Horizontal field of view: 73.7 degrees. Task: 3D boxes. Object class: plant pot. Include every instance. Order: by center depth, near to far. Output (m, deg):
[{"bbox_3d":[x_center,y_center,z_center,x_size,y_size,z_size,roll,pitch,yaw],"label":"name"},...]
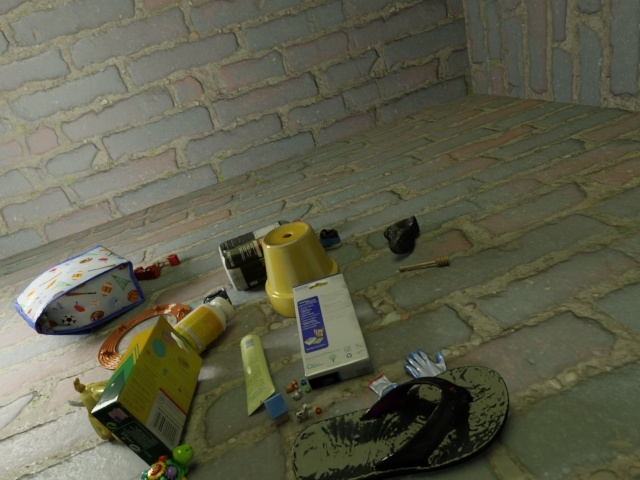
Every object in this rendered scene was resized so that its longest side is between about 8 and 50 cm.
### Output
[{"bbox_3d":[-0.073,0.079,1.384,0.253,0.239,0.254,-14,25,7],"label":"plant pot"}]

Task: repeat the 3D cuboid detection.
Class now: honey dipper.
[{"bbox_3d":[0.331,0.077,1.375,0.160,0.031,0.030,-13,26,19],"label":"honey dipper"}]

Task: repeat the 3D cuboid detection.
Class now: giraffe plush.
[{"bbox_3d":[-0.521,0.399,1.127,0.210,0.182,0.170,15,25,22],"label":"giraffe plush"}]

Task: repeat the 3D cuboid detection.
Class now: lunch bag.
[{"bbox_3d":[-0.958,0.215,1.686,0.327,0.239,0.385,12,31,43],"label":"lunch bag"}]

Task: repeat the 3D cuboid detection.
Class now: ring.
[{"bbox_3d":[-0.611,0.318,1.488,0.336,0.032,0.337,-14,26,7],"label":"ring"}]

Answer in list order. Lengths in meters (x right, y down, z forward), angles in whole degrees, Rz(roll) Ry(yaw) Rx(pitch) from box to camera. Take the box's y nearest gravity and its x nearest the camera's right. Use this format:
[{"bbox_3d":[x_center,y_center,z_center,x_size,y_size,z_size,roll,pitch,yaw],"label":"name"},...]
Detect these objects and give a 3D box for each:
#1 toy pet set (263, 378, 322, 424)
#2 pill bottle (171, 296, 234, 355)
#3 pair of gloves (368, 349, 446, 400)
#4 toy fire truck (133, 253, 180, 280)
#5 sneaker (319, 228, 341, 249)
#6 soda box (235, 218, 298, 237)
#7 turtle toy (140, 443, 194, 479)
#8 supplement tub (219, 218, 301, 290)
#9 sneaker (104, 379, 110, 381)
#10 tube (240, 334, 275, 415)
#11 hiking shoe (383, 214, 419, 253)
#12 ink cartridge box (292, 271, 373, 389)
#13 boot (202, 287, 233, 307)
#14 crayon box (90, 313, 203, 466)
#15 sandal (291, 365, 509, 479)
[{"bbox_3d":[-0.074,0.369,1.005,0.114,0.065,0.122,-25,26,-14],"label":"toy pet set"},{"bbox_3d":[-0.369,0.271,1.328,0.117,0.118,0.208,4,33,38],"label":"pill bottle"},{"bbox_3d":[0.207,0.318,0.954,0.198,0.023,0.159,-32,27,-13],"label":"pair of gloves"},{"bbox_3d":[-0.754,0.124,1.947,0.192,0.047,0.135,-8,27,20],"label":"toy fire truck"},{"bbox_3d":[0.000,0.000,1.669,0.152,0.085,0.058,-14,26,8],"label":"sneaker"},{"bbox_3d":[-0.214,0.005,1.782,0.286,0.098,0.091,-15,26,5],"label":"soda box"},{"bbox_3d":[-0.326,0.495,0.912,0.130,0.066,0.095,-35,31,-32],"label":"turtle toy"},{"bbox_3d":[-0.195,0.046,1.578,0.315,0.194,0.193,-21,26,-8],"label":"supplement tub"},{"bbox_3d":[-0.564,0.390,1.260,0.064,0.076,0.166,-4,29,25],"label":"sneaker"},{"bbox_3d":[-0.171,0.345,1.128,0.062,0.070,0.240,-1,23,-16],"label":"tube"},{"bbox_3d":[0.279,-0.009,1.536,0.114,0.086,0.227,-17,16,35],"label":"hiking shoe"},{"bbox_3d":[0.023,0.231,1.162,0.165,0.065,0.333,-17,37,2],"label":"ink cartridge box"},{"bbox_3d":[-0.387,0.240,1.436,0.069,0.086,0.190,12,38,46],"label":"boot"},{"bbox_3d":[-0.412,0.359,1.073,0.081,0.202,0.319,-27,23,11],"label":"crayon box"},{"bbox_3d":[0.153,0.354,0.808,0.445,0.107,0.168,-22,41,-2],"label":"sandal"}]
